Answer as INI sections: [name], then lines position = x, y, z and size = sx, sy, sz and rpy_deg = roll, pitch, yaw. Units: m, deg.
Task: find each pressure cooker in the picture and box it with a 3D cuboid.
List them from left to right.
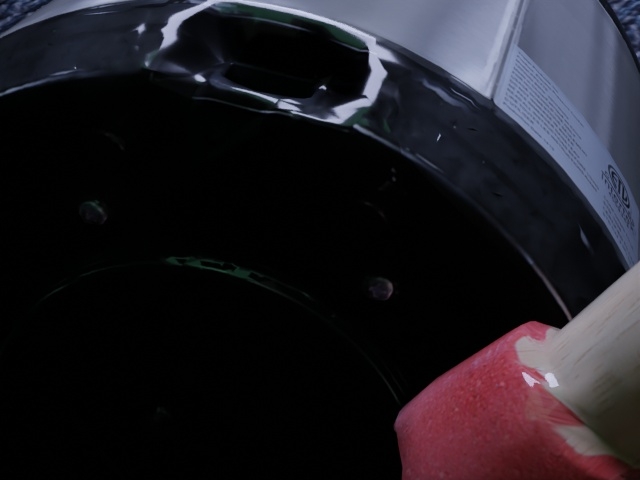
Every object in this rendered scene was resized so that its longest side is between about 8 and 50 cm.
[pressure cooker]
position = 0.005, -0.002, 0.635
size = 0.376, 0.369, 0.420
rpy_deg = 5, 30, 13

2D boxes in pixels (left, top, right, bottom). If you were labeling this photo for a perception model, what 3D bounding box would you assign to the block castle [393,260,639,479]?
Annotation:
[block castle]
position = 0.219, 0.214, 0.301
size = 0.453, 0.213, 0.303
rpy_deg = 35, 30, -15
